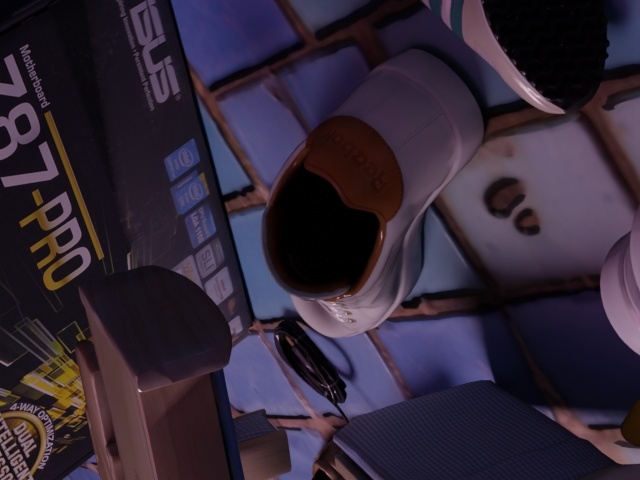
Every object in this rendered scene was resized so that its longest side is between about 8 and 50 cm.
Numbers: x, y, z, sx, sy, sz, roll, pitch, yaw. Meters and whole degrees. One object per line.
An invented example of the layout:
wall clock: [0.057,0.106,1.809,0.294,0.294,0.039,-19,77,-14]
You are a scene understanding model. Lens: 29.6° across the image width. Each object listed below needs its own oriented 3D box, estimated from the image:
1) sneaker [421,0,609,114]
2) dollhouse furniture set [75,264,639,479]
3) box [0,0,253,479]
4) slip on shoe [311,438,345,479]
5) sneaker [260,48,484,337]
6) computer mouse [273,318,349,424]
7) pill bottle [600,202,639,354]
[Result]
sneaker: [0.072,-0.127,0.571,0.161,0.057,0.075,51,170,-3]
dollhouse furniture set: [0.027,0.084,0.723,0.286,0.304,0.198,-144,43,-63]
box: [-0.225,0.007,0.888,0.097,0.318,0.394,29,145,35]
slip on shoe: [0.010,0.217,1.090,0.051,0.041,0.135,45,152,12]
sneaker: [0.000,0.000,0.752,0.106,0.123,0.290,42,153,13]
computer mouse: [0.042,0.162,0.988,0.242,0.041,0.071,56,155,5]
pill bottle: [0.186,-0.003,0.491,0.094,0.094,0.169,49,153,5]
